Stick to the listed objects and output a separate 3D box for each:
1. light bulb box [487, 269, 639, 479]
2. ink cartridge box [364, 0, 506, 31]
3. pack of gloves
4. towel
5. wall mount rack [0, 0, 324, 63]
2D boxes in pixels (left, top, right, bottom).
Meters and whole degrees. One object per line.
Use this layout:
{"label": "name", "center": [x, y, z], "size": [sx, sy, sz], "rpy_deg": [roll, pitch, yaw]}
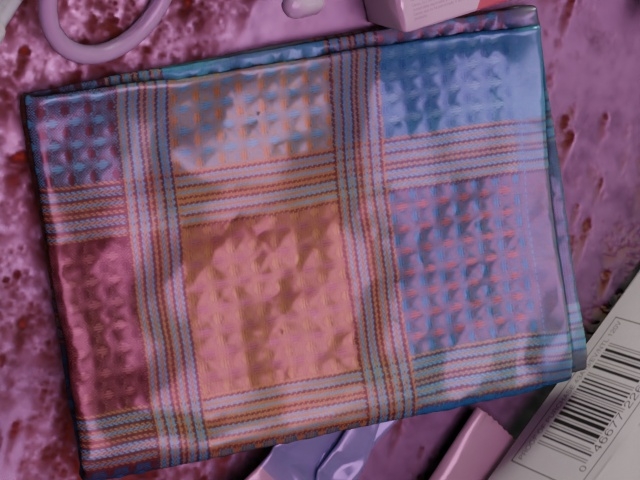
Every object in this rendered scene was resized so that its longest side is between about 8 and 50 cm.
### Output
{"label": "light bulb box", "center": [0.330, 0.237, 1.251], "size": [0.361, 0.225, 0.358], "rpy_deg": [43, 79, -24]}
{"label": "ink cartridge box", "center": [0.072, -0.250, 1.148], "size": [0.115, 0.067, 0.198], "rpy_deg": [-19, 109, -16]}
{"label": "pack of gloves", "center": [0.025, 0.195, 1.256], "size": [0.195, 0.046, 0.232], "rpy_deg": [44, 77, -20]}
{"label": "towel", "center": [0.000, 0.000, 1.180], "size": [0.370, 0.040, 0.272], "rpy_deg": [-11, 99, -17]}
{"label": "wall mount rack", "center": [-0.092, -0.233, 0.981], "size": [0.304, 0.130, 0.350], "rpy_deg": [-14, 128, -49]}
